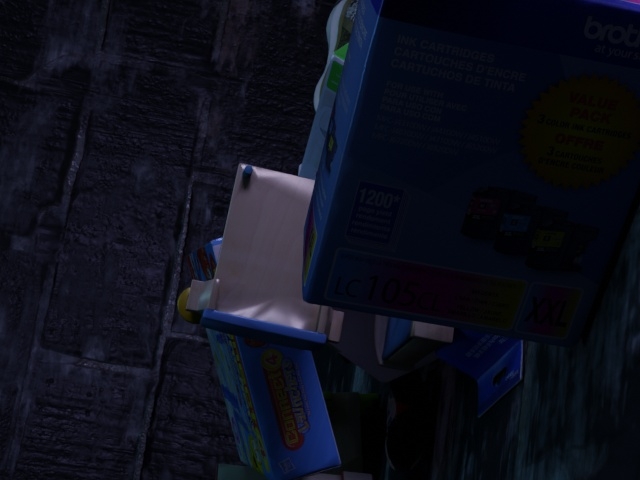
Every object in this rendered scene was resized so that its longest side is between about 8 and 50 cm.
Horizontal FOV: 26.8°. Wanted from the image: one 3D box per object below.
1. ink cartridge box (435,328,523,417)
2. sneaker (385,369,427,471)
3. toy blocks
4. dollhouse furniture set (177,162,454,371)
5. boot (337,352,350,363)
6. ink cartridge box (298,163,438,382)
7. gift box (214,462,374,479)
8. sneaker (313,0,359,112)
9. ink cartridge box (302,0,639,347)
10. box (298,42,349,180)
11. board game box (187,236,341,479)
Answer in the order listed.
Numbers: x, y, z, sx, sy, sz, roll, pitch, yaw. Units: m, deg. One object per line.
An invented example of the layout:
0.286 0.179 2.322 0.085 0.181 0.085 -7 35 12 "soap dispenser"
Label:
0.188 0.021 1.535 0.165 0.065 0.332 116 162 -64 "ink cartridge box"
0.118 0.255 1.835 0.075 0.057 0.161 83 -173 -49 "sneaker"
0.000 0.385 2.193 0.381 0.191 0.261 130 138 -78 "toy blocks"
0.000 0.000 1.578 0.198 0.303 0.286 124 156 -72 "dollhouse furniture set"
0.035 0.090 2.299 0.115 0.112 0.305 -37 34 2 "boot"
0.067 0.021 1.848 0.117 0.201 0.278 -30 39 33 "ink cartridge box"
-0.032 0.474 1.835 0.255 0.258 0.276 -91 7 -58 "gift box"
0.095 -0.347 2.608 0.182 0.158 0.410 -42 39 50 "sneaker"
0.151 -0.121 1.179 0.151 0.270 0.395 -96 17 -61 "ink cartridge box"
0.111 -0.166 1.729 0.262 0.127 0.231 -39 -25 -42 "box"
-0.081 0.145 1.749 0.302 0.086 0.308 158 97 -78 "board game box"
